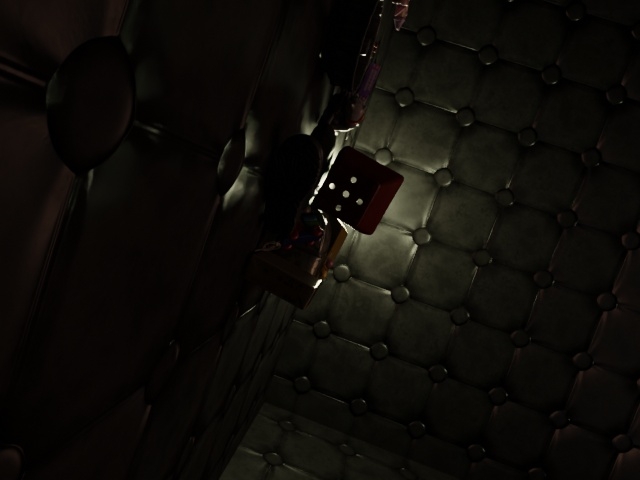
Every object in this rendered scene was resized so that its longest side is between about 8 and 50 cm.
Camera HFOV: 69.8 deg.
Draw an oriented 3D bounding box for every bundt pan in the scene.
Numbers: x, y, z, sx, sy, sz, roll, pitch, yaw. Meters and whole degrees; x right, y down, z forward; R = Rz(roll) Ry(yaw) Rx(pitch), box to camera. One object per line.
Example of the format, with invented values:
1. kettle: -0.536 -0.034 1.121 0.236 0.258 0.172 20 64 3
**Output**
1. bundt pan: 0.108 -0.682 1.572 0.331 0.124 0.331 21 90 -85

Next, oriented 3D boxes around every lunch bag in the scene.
1. lunch bag: -0.060 -0.011 1.813 0.305 0.212 0.256 5 110 -84

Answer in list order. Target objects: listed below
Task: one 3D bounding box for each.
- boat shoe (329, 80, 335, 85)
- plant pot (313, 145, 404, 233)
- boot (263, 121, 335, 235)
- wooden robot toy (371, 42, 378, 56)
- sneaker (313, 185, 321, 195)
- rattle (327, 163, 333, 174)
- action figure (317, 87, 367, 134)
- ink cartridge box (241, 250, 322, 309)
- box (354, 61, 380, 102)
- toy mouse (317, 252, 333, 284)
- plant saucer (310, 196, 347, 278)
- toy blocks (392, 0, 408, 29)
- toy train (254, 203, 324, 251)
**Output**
1. boat shoe: 0.072 -0.658 1.763 0.049 0.042 0.133 24 85 -64
2. plant pot: 0.121 -0.177 1.696 0.267 0.267 0.236 -62 171 16
3. boot: -0.029 -0.272 1.510 0.367 0.146 0.445 -62 178 42
4. wooden robot toy: 0.232 -0.937 2.249 0.079 0.076 0.173 -133 -118 -84
5. sneaker: -0.049 -0.226 2.014 0.081 0.080 0.211 -49 176 4
6. rattle: 0.017 -0.323 1.932 0.130 0.143 0.200 -49 175 -17
7. action figure: 0.125 -0.551 1.849 0.341 0.178 0.330 -57 -165 9
8. ink cartridge box: -0.124 0.127 1.536 0.088 0.234 0.193 -62 175 5
9. box: 0.195 -0.726 2.313 0.293 0.057 0.201 136 -23 -68
10. toy mouse: 0.020 0.131 1.897 0.143 0.031 0.161 69 46 -80
11. plant saucer: 0.000 0.000 2.073 0.333 0.081 0.333 -63 -149 23
12. toy blocks: 0.370 -1.032 1.955 0.288 0.309 0.260 -60 162 -62
13. toy train: -0.124 -0.049 1.577 0.105 0.248 0.143 128 -52 -59
